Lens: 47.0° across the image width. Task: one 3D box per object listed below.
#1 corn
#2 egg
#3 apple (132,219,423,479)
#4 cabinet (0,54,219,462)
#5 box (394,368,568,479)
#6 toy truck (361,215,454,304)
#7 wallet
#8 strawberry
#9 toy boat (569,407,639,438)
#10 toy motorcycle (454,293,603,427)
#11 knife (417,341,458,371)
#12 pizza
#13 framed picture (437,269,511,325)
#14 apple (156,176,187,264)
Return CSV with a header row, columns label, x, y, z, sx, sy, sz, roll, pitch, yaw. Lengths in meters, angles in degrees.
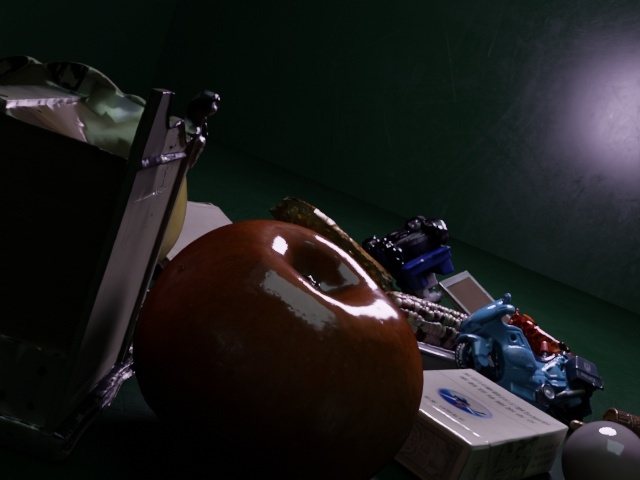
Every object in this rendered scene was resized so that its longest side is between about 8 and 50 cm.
label,x,y,z,sx,sy,sz,roll,pitch,yaw
corn,0.218,0.159,1.299,0.281,0.092,0.092,18,10,-22
egg,0.349,0.274,0.900,0.103,0.103,0.135,24,8,19
apple,-0.039,0.103,0.680,0.252,0.206,0.272,25,18,-44
cabinet,-0.287,-0.031,0.672,0.290,0.317,0.227,19,10,-1
box,0.173,0.228,0.908,0.164,0.069,0.257,28,12,40
toy truck,0.205,0.052,1.619,0.161,0.176,0.213,-26,9,-11
wallet,-0.245,-0.005,1.331,0.275,0.068,0.335,2,26,-41
strawberry,0.428,0.216,1.426,0.121,0.082,0.188,37,4,-45
toy boat,0.467,0.301,1.038,0.226,0.087,0.068,20,9,2
toy motorcycle,0.325,0.191,1.186,0.272,0.123,0.182,26,46,-19
knife,0.130,0.172,1.195,0.266,0.040,0.073,19,13,-9
pizza,0.021,0.017,1.613,0.268,0.087,0.258,39,-2,-18
framed picture,0.348,0.160,1.524,0.231,0.018,0.293,48,18,14
apple,-0.319,-0.066,1.066,0.263,0.262,0.262,20,10,-4
